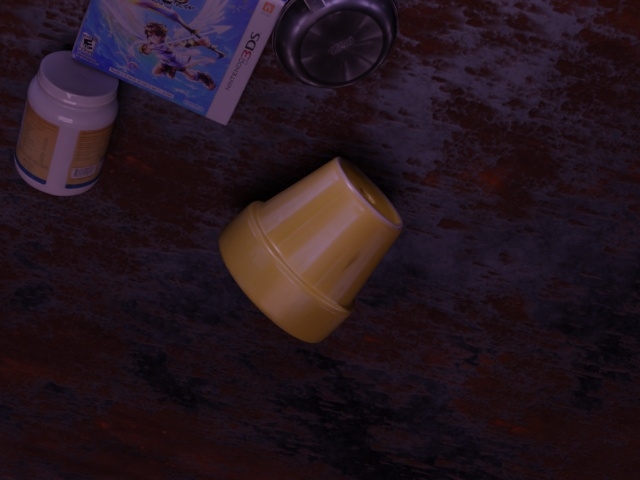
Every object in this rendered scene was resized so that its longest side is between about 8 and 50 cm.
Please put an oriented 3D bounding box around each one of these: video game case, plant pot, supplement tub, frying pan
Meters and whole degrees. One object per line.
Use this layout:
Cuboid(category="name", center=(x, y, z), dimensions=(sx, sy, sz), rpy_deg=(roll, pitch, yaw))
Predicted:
Cuboid(category="video game case", center=(-0.217, -0.333, 1.596), dimensions=(0.269, 0.061, 0.244), rpy_deg=(23, 126, -11))
Cuboid(category="plant pot", center=(0.000, 0.000, 1.734), dimensions=(0.239, 0.254, 0.254), rpy_deg=(-43, 114, 14))
Cuboid(category="supplement tub", center=(-0.405, -0.187, 1.676), dimensions=(0.144, 0.144, 0.200), rpy_deg=(19, 128, -9))
Cuboid(category="frying pan", center=(0.022, -0.348, 1.525), dimensions=(0.197, 0.053, 0.326), rpy_deg=(-13, 138, -6))

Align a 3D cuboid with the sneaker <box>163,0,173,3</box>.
Cuboid(category="sneaker", center=(-0.166, -0.414, 1.474), dimensions=(0.082, 0.071, 0.191), rpy_deg=(26, 86, -28))
